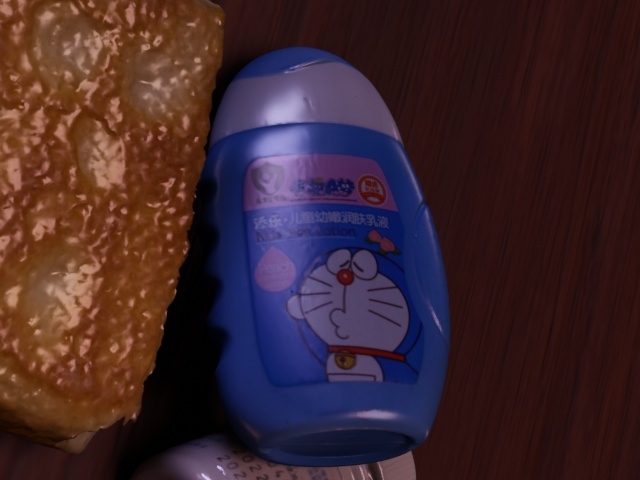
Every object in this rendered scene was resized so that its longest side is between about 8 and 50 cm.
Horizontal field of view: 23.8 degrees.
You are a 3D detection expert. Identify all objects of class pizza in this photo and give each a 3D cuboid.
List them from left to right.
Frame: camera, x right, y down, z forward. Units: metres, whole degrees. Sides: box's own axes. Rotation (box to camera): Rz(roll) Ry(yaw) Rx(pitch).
[{"bbox_3d":[-0.181,-0.036,0.760,0.268,0.087,0.258,20,79,-47],"label":"pizza"}]

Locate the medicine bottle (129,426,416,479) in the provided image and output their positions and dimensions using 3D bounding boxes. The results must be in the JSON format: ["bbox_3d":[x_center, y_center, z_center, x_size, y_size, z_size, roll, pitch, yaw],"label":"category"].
[{"bbox_3d":[-0.030,0.159,0.933,0.168,0.105,0.105,-13,102,-47],"label":"medicine bottle"}]

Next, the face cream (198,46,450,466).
[{"bbox_3d":[0.000,0.000,0.915,0.149,0.083,0.264,2,63,-18],"label":"face cream"}]
